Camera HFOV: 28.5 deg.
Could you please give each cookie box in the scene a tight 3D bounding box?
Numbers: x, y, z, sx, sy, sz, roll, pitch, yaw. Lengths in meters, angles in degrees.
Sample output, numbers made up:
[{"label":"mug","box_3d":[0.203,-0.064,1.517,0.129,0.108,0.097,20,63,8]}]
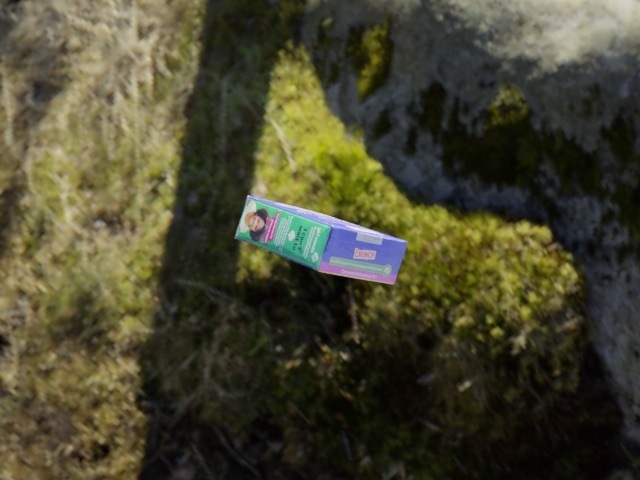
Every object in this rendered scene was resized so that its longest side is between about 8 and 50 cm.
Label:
[{"label":"cookie box","box_3d":[0.000,0.000,1.030,0.107,0.092,0.040,19,95,45]}]
